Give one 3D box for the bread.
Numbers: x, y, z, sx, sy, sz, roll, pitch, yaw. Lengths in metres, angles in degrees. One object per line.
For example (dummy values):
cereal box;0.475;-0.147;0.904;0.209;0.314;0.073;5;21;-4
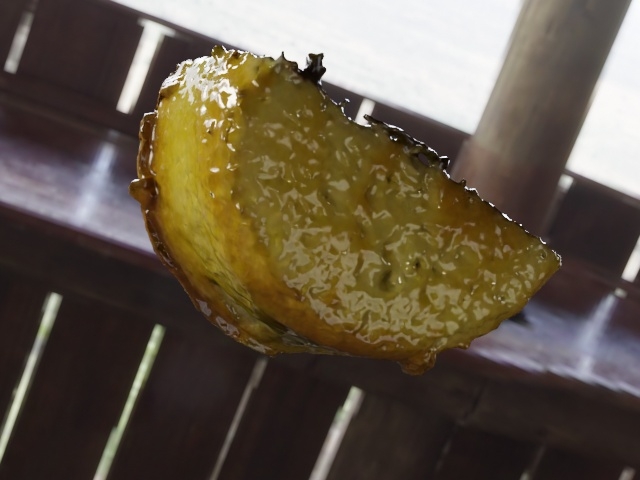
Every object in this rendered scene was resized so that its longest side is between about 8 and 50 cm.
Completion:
bread;0.002;0.002;0.906;0.260;0.147;0.160;35;-14;-24
